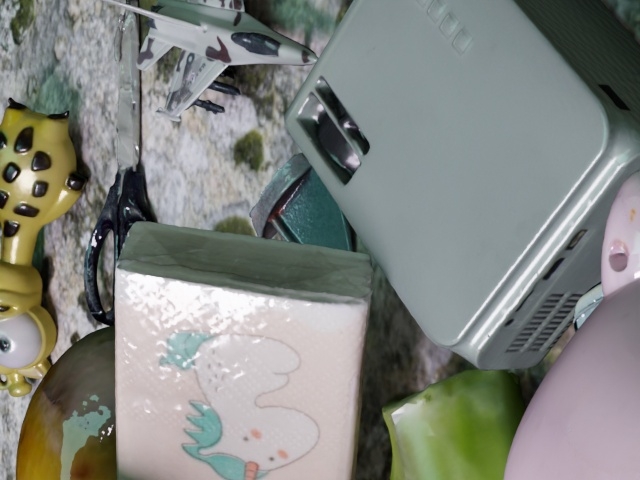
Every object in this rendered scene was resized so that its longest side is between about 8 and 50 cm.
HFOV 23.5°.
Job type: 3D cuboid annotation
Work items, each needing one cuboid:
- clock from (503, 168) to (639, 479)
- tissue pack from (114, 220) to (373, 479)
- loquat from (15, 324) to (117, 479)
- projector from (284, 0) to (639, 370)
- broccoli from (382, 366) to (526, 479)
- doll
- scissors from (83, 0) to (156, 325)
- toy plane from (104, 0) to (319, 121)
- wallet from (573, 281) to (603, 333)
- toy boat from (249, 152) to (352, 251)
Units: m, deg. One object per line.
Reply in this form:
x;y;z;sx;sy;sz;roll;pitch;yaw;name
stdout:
0.230;0.165;0.632;0.377;0.251;0.368;39;140;40;clock
-0.057;0.151;1.069;0.071;0.170;0.325;-74;-11;-59;tissue pack
-0.156;0.176;1.233;0.179;0.179;0.227;22;109;48;loquat
0.105;-0.072;0.986;0.250;0.108;0.198;56;128;33;projector
0.124;0.282;0.898;0.353;0.275;0.397;13;82;40;broccoli
-0.290;0.011;1.466;0.117;0.086;0.291;16;104;19;doll
-0.173;-0.073;1.379;0.109;0.022;0.300;-1;88;46;scissors
-0.073;-0.162;1.232;0.234;0.082;0.160;20;94;33;toy plane
0.260;0.059;0.826;0.250;0.075;0.176;-37;68;43;wallet
0.000;0.000;1.171;0.122;0.034;0.096;53;127;26;toy boat
